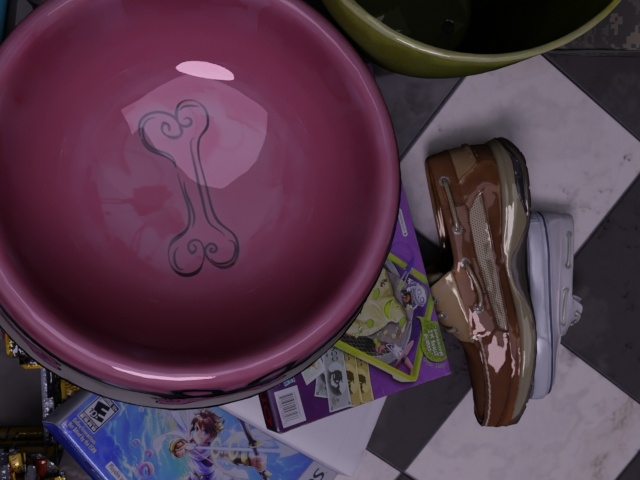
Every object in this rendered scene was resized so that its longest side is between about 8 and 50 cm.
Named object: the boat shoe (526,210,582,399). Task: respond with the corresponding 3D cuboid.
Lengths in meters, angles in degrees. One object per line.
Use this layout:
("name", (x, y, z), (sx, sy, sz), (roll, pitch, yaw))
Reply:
("boat shoe", (0.272, 0.077, 0.919), (0.076, 0.083, 0.226), (-5, 102, -7))

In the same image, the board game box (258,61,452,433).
("board game box", (0.000, 0.000, 0.811), (0.208, 0.056, 0.346), (-14, 89, -20))

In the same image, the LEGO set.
("LEGO set", (-0.399, 0.183, 0.783), (0.332, 0.192, 0.254), (7, 101, -10))

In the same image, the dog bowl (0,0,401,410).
("dog bowl", (-0.114, -0.050, 0.673), (0.408, 0.150, 0.407), (1, 86, -12))

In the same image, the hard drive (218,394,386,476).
("hard drive", (-0.054, 0.084, 0.831), (0.319, 0.040, 0.210), (35, 66, -21))

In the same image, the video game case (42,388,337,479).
("video game case", (-0.111, 0.207, 0.841), (0.244, 0.061, 0.269), (-45, 107, -32))

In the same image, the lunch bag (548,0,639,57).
("lunch bag", (0.323, -0.310, 0.740), (0.213, 0.305, 0.255), (-7, 106, -10))

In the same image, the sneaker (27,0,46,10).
("sneaker", (-0.269, -0.197, 0.791), (0.075, 0.063, 0.170), (-34, 109, -7))

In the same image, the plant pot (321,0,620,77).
("plant pot", (0.102, -0.258, 0.705), (0.275, 0.293, 0.274), (0, 88, -4))

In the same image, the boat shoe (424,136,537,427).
("boat shoe", (0.170, 0.048, 0.890), (0.120, 0.122, 0.323), (-4, 94, -2))

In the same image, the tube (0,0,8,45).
("tube", (-0.352, -0.210, 0.786), (0.080, 0.052, 0.206), (5, 97, -15))
